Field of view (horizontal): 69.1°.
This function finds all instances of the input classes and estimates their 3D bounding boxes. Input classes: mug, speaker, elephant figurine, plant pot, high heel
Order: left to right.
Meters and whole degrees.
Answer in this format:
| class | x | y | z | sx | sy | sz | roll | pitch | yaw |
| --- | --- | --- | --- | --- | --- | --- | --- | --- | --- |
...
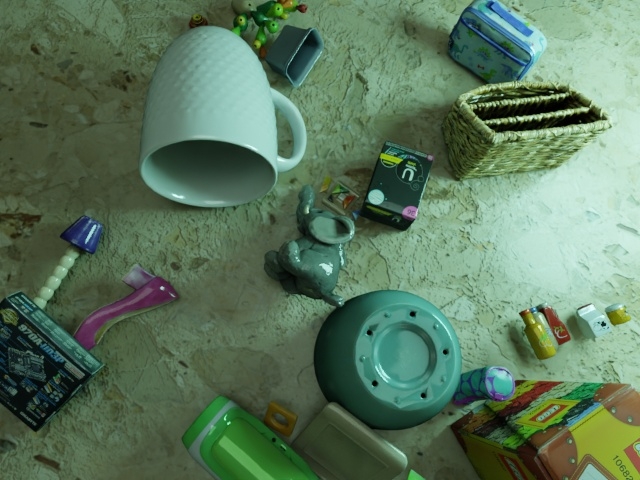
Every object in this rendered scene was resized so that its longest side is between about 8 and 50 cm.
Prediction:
| class | x | y | z | sx | sy | sz | roll | pitch | yaw |
| --- | --- | --- | --- | --- | --- | --- | --- | --- | --- |
| high heel | -0.417 | 0.174 | 0.977 | 0.117 | 0.082 | 0.244 | 37 | 71 | -3 |
| mug | -0.195 | -0.271 | 1.032 | 0.374 | 0.276 | 0.328 | 11 | 63 | -32 |
| speaker | -0.120 | 0.437 | 0.890 | 0.296 | 0.131 | 0.131 | 39 | 76 | 7 |
| elephant figurine | 0.000 | 0.000 | 1.015 | 0.186 | 0.169 | 0.239 | 50 | 58 | -19 |
| plant pot | 0.140 | 0.228 | 0.909 | 0.292 | 0.235 | 0.293 | 1 | 74 | -4 |

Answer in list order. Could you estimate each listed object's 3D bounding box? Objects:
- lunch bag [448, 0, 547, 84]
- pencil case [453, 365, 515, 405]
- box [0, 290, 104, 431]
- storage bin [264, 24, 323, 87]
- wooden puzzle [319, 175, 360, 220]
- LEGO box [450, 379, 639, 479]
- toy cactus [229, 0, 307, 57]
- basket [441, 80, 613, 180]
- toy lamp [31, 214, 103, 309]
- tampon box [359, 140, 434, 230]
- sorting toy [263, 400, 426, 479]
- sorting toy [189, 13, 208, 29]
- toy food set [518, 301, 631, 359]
| class | x | y | z | sx | sy | sz | roll | pitch | yaw |
| --- | --- | --- | --- | --- | --- | --- | --- | --- | --- |
| lunch bag | 0.434 | -0.490 | 1.159 | 0.219 | 0.176 | 0.090 | 41 | 76 | 7 |
| pencil case | 0.325 | 0.298 | 0.945 | 0.064 | 0.152 | 0.070 | 29 | 65 | 0 |
| box | -0.567 | 0.235 | 0.900 | 0.220 | 0.051 | 0.175 | 44 | 97 | -6 |
| storage bin | -0.069 | -0.467 | 1.165 | 0.091 | 0.098 | 0.135 | 32 | 88 | 24 |
| wooden puzzle | 0.049 | -0.102 | 1.109 | 0.116 | 0.014 | 0.079 | 29 | 75 | 4 |
| LEGO box | 0.485 | 0.508 | 0.784 | 0.193 | 0.372 | 0.500 | -28 | 79 | -11 |
| toy cactus | -0.160 | -0.572 | 1.195 | 0.219 | 0.112 | 0.180 | -41 | 62 | -11 |
| basket | 0.462 | -0.289 | 1.082 | 0.299 | 0.223 | 0.214 | -8 | 75 | -5 |
| toy lamp | -0.559 | 0.073 | 0.986 | 0.080 | 0.080 | 0.275 | 25 | 74 | 3 |
| tampon box | 0.174 | -0.124 | 1.078 | 0.120 | 0.101 | 0.161 | 18 | 74 | 2 |
| sorting toy | 0.049 | 0.410 | 0.907 | 0.347 | 0.196 | 0.047 | 36 | 34 | 6 |
| sorting toy | -0.299 | -0.544 | 1.194 | 0.102 | 0.042 | 0.061 | 37 | 75 | 6 |
| toy food set | 0.540 | 0.168 | 1.016 | 0.232 | 0.111 | 0.105 | -21 | 77 | -7 |
